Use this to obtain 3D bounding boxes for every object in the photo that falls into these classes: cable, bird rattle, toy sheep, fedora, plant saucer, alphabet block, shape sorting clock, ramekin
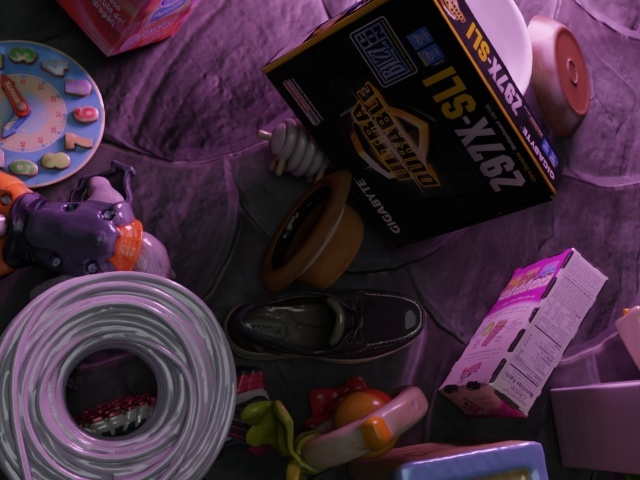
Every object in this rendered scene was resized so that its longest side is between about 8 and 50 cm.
[{"bbox_3d":[-0.218,0.163,0.786,0.257,0.089,0.257,-24,84,-22],"label":"cable"},{"bbox_3d":[0.039,0.232,0.880,0.253,0.206,0.143,-3,71,-53],"label":"bird rattle"},{"bbox_3d":[-0.028,-0.129,1.040,0.132,0.091,0.091,14,73,-26],"label":"toy sheep"},{"bbox_3d":[0.000,0.000,0.974,0.079,0.194,0.194,36,70,-18],"label":"fedora"},{"bbox_3d":[0.380,-0.260,1.157,0.198,0.036,0.199,16,69,-49],"label":"plant saucer"},{"bbox_3d":[0.159,0.354,0.919,0.193,0.197,0.193,-3,79,-16],"label":"alphabet block"},{"bbox_3d":[-0.390,-0.168,0.968,0.206,0.040,0.206,4,77,-15],"label":"shape sorting clock"},{"bbox_3d":[0.158,-0.269,1.099,0.277,0.135,0.277,4,76,-16],"label":"ramekin"}]

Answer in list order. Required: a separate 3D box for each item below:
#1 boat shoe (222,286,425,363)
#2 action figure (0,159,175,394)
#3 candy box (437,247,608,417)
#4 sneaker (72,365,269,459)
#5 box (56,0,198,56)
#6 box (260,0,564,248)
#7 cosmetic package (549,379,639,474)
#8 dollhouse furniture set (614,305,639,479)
[{"bbox_3d":[0.015,0.113,0.989,0.285,0.092,0.103,1,78,-15],"label":"boat shoe"},{"bbox_3d":[-0.337,0.042,0.864,0.330,0.178,0.342,7,77,-11],"label":"action figure"},{"bbox_3d":[0.278,0.133,1.025,0.071,0.159,0.233,40,71,-3],"label":"candy box"},{"bbox_3d":[-0.199,0.239,0.886,0.299,0.121,0.112,-13,87,-17],"label":"sneaker"},{"bbox_3d":[-0.300,-0.410,0.969,0.300,0.142,0.154,48,34,-1],"label":"box"},{"bbox_3d":[0.119,-0.155,0.946,0.322,0.257,0.079,52,42,-21],"label":"box"},{"bbox_3d":[0.411,0.249,0.997,0.085,0.231,0.118,-4,79,-17],"label":"cosmetic package"},{"bbox_3d":[0.531,0.252,1.115,0.197,0.151,0.302,0,58,-41],"label":"dollhouse furniture set"}]
